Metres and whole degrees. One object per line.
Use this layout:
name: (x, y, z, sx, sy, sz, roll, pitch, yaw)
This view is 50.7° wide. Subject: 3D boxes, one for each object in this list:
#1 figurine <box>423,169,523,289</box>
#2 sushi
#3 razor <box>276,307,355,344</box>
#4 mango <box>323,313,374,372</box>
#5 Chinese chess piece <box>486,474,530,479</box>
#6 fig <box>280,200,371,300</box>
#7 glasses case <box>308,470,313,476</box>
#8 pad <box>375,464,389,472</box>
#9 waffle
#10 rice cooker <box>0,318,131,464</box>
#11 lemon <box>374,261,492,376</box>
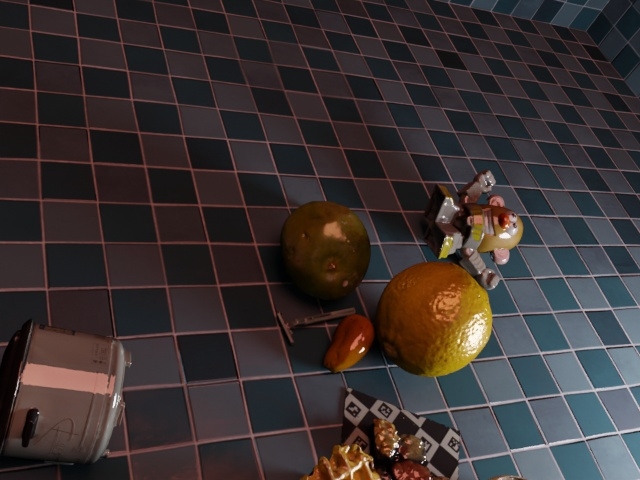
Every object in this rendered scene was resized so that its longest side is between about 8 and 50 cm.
figurine: (0.453, -0.040, 1.962, 0.285, 0.342, 0.167, 8, 5, -19)
sushi: (0.184, 0.473, 1.454, 0.294, 0.059, 0.292, 20, 45, -9)
razor: (0.000, 0.187, 1.627, 0.211, 0.036, 0.084, -11, 60, -33)
mango: (0.074, 0.244, 1.575, 0.084, 0.105, 0.159, 44, 53, -24)
Chinese chess piece: (0.410, 0.623, 1.417, 0.250, 0.103, 0.249, 15, 45, -16)
fig: (-0.015, 0.003, 1.689, 0.233, 0.233, 0.314, -10, 30, -33)
glasses case: (-0.042, 0.508, 1.295, 0.039, 0.077, 0.184, 43, 46, 8)
pad: (0.165, 0.522, 1.445, 0.112, 0.003, 0.157, 46, 46, 15)
waffle: (0.065, 0.556, 1.266, 0.312, 0.060, 0.307, 45, 50, -16)
rice cooker: (-0.468, 0.267, 1.175, 0.227, 0.241, 0.280, 14, 14, -22)
lemon: (0.266, 0.185, 1.603, 0.293, 0.293, 0.293, 14, 47, -16)
